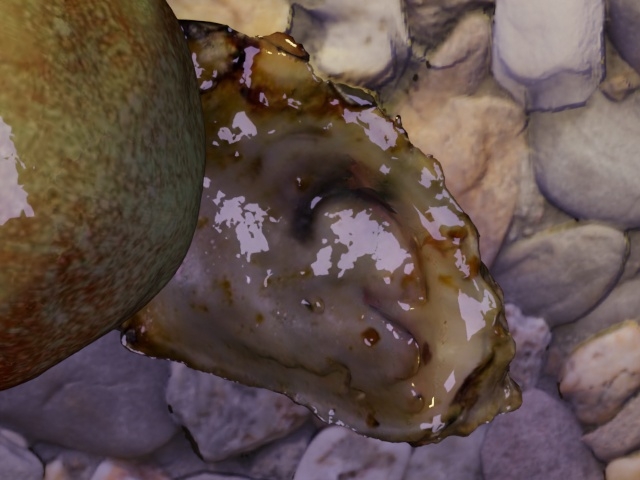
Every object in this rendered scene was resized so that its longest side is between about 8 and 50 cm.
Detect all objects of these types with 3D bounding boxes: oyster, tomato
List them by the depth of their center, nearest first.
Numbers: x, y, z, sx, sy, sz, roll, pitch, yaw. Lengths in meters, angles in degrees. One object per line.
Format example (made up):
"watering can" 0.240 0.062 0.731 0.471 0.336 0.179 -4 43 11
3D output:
"tomato" -0.215 -0.056 0.638 0.303 0.239 0.304 0 93 6
"oyster" 0.011 0.002 0.844 0.361 0.096 0.221 23 96 -24
